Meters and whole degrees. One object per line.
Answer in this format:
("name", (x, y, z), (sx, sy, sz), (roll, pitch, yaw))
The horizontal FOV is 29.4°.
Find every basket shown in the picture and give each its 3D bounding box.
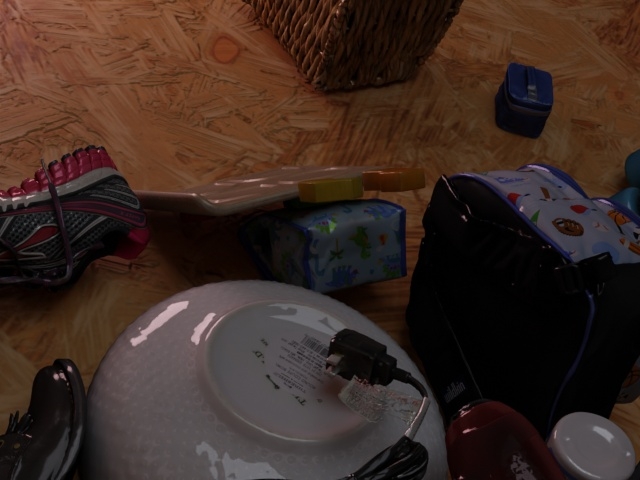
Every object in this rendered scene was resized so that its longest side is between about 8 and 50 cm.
("basket", (0.058, -0.376, 1.565), (0.213, 0.299, 0.223), (-13, 51, -32))

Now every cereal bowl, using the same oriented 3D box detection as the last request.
("cereal bowl", (-0.040, 0.156, 1.078), (0.339, 0.141, 0.339), (10, 42, -9))

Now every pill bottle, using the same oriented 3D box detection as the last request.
("pill bottle", (0.223, 0.226, 1.103), (0.078, 0.137, 0.078), (10, 43, -9))

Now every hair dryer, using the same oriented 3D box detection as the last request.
("hair dryer", (0.091, 0.209, 0.945), (0.293, 0.080, 0.223), (23, 50, 12))

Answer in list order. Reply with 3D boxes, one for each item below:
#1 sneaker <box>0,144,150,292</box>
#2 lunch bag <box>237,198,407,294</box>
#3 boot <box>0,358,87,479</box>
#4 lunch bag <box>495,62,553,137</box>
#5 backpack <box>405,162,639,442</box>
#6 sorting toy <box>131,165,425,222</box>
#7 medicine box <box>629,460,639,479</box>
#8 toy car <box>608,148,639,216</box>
("sneaker", (-0.291, 0.011, 1.161), (0.299, 0.121, 0.112), (-32, 82, -36))
("lunch bag", (0.000, 0.000, 1.298), (0.129, 0.096, 0.151), (-11, 20, -30))
("boot", (-0.312, 0.189, 0.976), (0.229, 0.091, 0.263), (10, 44, -12))
("lunch bag", (0.274, -0.194, 1.628), (0.067, 0.065, 0.098), (14, 42, -7))
("backpack", (0.213, 0.050, 1.209), (0.213, 0.276, 0.263), (-8, 41, -34))
("sorting toy", (-0.041, -0.044, 1.241), (0.229, 0.041, 0.307), (-11, 9, -29))
("medicine box", (0.329, 0.290, 0.978), (0.149, 0.263, 0.289), (19, 42, -1))
("toy car", (0.514, -0.031, 1.486), (0.238, 0.219, 0.210), (49, 42, -10))
